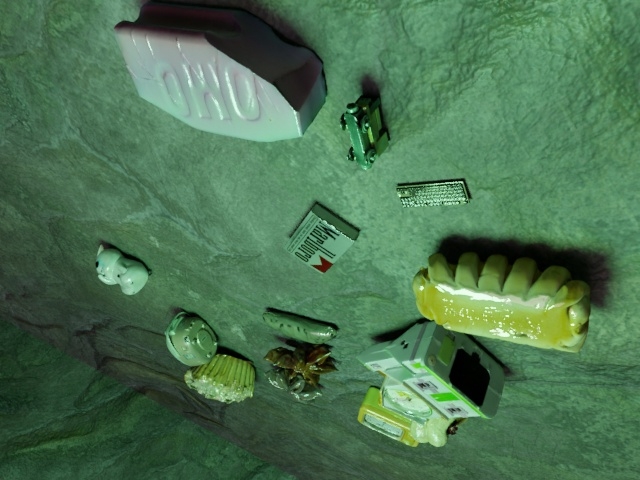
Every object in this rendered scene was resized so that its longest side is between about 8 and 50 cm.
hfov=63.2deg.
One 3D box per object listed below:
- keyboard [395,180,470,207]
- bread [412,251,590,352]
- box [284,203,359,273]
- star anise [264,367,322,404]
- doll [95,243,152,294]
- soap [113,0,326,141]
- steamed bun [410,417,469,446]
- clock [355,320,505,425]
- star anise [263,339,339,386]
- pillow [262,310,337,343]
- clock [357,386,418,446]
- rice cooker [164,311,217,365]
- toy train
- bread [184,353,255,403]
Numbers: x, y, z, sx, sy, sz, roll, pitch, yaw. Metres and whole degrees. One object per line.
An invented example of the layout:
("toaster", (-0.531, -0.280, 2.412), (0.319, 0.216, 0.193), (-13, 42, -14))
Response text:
("keyboard", (0.197, -0.081, 0.923), (0.130, 0.015, 0.049), (0, 135, 37))
("bread", (0.326, 0.099, 0.959), (0.312, 0.121, 0.172), (10, 137, 27))
("box", (0.000, 0.000, 1.150), (0.115, 0.035, 0.177), (34, 145, -5))
("star anise", (-0.092, 0.499, 1.807), (0.212, 0.073, 0.197), (31, 149, -5))
("doll", (-0.650, 0.097, 1.686), (0.181, 0.106, 0.110), (26, 137, 6))
("soap", (-0.159, -0.273, 0.866), (0.324, 0.109, 0.192), (15, 143, 20))
("steamed bun", (0.311, 0.480, 1.415), (0.172, 0.155, 0.140), (8, 141, 30))
("clock", (0.245, 0.334, 1.274), (0.235, 0.166, 0.310), (41, 146, -14))
("star anise", (-0.050, 0.365, 1.579), (0.213, 0.111, 0.196), (29, 152, -11))
("pillow", (-0.057, 0.258, 1.501), (0.241, 0.051, 0.093), (8, 139, 26))
("clock", (0.225, 0.550, 1.622), (0.203, 0.096, 0.143), (21, 147, 15))
("rice cooker", (-0.450, 0.349, 1.826), (0.127, 0.145, 0.206), (-8, 127, 26))
("toy train", (0.073, -0.175, 0.839), (0.050, 0.081, 0.122), (18, 143, 33))
("bread", (-0.371, 0.516, 1.950), (0.275, 0.149, 0.274), (13, 151, 7))
